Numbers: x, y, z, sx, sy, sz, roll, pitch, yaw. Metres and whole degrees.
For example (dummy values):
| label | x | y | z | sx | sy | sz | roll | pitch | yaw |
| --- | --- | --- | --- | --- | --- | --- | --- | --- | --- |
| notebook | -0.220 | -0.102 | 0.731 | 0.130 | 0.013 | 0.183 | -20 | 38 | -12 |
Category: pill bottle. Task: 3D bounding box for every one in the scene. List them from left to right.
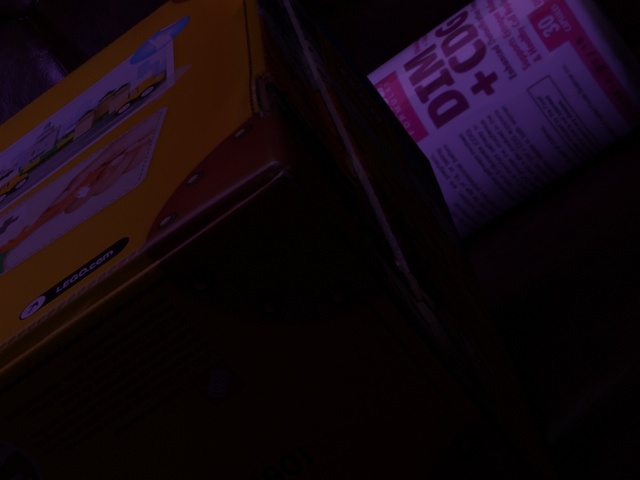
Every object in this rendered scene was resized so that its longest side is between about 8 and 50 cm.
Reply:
| label | x | y | z | sx | sy | sz | roll | pitch | yaw |
| --- | --- | --- | --- | --- | --- | --- | --- | --- | --- |
| pill bottle | 0.120 | -0.096 | 1.079 | 0.283 | 0.160 | 0.160 | -34 | 7 | 16 |

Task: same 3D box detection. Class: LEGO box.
| label | x | y | z | sx | sy | sz | roll | pitch | yaw |
| --- | --- | --- | --- | --- | --- | --- | --- | --- | --- |
| LEGO box | -0.171 | 0.097 | 0.691 | 0.500 | 0.193 | 0.372 | -34 | 23 | 11 |
